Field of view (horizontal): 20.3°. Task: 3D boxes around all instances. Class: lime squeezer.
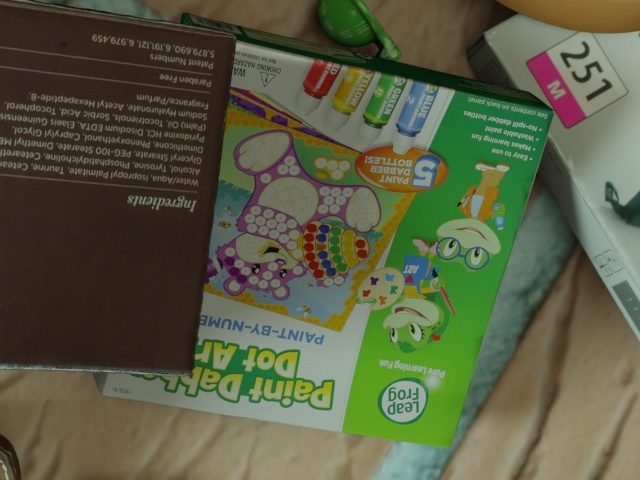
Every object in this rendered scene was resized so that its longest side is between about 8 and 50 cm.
[{"bbox_3d":[0.001,-0.125,1.201,0.110,0.059,0.310,-1,95,12],"label":"lime squeezer"}]

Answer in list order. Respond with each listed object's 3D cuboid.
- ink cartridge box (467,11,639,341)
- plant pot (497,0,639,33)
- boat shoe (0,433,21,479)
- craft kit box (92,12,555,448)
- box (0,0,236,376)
[{"bbox_3d":[0.273,-0.077,1.247,0.239,0.060,0.275,-30,87,-13],"label":"ink cartridge box"},{"bbox_3d":[0.205,-0.301,1.140,0.291,0.203,0.291,2,79,-11],"label":"plant pot"},{"bbox_3d":[-0.333,0.186,1.063,0.324,0.116,0.123,-15,97,-17],"label":"boat shoe"},{"bbox_3d":[0.000,0.000,1.163,0.250,0.061,0.246,10,109,-18],"label":"craft kit box"},{"bbox_3d":[-0.170,-0.037,1.046,0.167,0.168,0.203,5,94,-34],"label":"box"}]
